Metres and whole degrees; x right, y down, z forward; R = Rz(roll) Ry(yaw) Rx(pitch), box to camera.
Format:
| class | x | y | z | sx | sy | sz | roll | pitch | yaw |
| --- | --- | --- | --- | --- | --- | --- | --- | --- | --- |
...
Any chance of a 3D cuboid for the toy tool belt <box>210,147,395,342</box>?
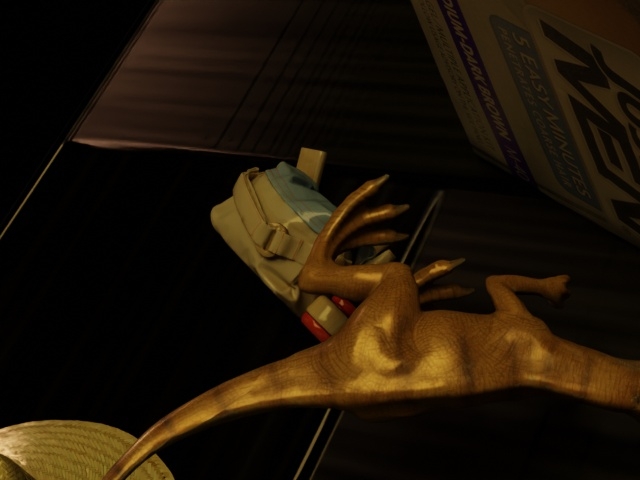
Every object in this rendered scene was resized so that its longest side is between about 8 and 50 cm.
| class | x | y | z | sx | sy | sz | roll | pitch | yaw |
| --- | --- | --- | --- | --- | --- | --- | --- | --- | --- |
| toy tool belt | 0.000 | 0.000 | 0.536 | 0.051 | 0.052 | 0.083 | -44 | 46 | -2 |

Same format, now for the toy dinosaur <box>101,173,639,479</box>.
| class | x | y | z | sx | sy | sz | roll | pitch | yaw |
| --- | --- | --- | --- | --- | --- | --- | --- | --- | --- |
| toy dinosaur | 0.015 | 0.037 | 0.459 | 0.211 | 0.064 | 0.112 | -8 | 34 | 4 |

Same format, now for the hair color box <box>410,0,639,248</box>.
| class | x | y | z | sx | sy | sz | roll | pitch | yaw |
| --- | --- | --- | --- | --- | --- | --- | --- | --- | --- |
| hair color box | 0.159 | -0.050 | 0.402 | 0.110 | 0.185 | 0.339 | -44 | 46 | -13 |

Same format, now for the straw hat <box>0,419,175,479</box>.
| class | x | y | z | sx | sy | sz | roll | pitch | yaw |
| --- | --- | --- | --- | --- | --- | --- | --- | --- | --- |
| straw hat | -0.125 | 0.102 | 0.503 | 0.144 | 0.061 | 0.144 | -14 | 47 | 16 |
